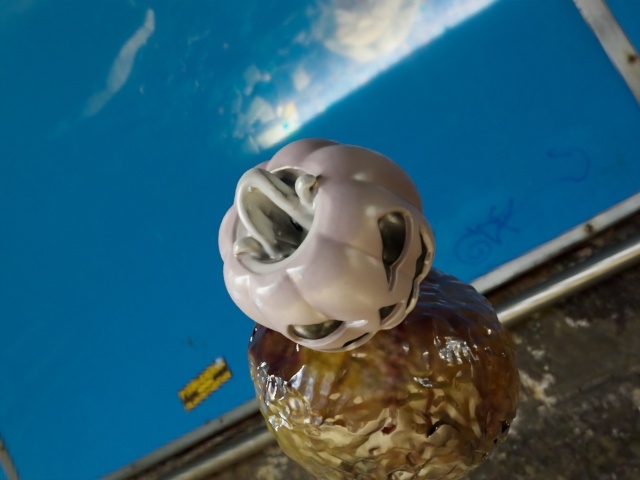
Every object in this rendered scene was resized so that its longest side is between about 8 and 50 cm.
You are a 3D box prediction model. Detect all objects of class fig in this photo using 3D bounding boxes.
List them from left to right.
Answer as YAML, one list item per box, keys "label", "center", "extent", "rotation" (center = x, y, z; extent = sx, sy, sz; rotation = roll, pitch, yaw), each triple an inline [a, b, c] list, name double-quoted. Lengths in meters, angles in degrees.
- label: "fig"
  center: [0.063, 0.205, 0.873]
  extent: [0.286, 0.286, 0.369]
  rotation: [-8, -69, -26]

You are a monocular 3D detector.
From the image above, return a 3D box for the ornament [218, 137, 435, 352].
- label: "ornament"
  center: [0.000, 0.001, 0.673]
  extent: [0.177, 0.177, 0.177]
  rotation: [-17, -23, -7]
